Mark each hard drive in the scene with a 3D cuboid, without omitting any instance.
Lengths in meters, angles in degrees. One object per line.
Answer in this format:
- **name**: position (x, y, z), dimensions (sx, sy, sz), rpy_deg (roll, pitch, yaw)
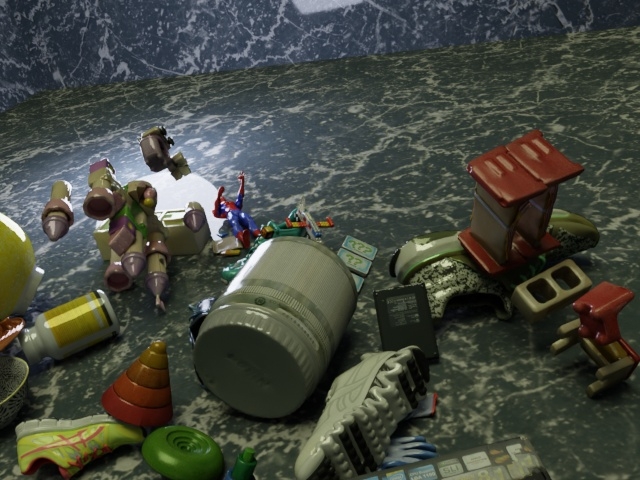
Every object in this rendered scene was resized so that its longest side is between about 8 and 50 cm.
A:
- **hard drive**: position (0.149, 0.148, 1.179), dimensions (0.094, 0.022, 0.135), rpy_deg (-10, 71, 5)

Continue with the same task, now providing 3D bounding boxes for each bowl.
- **bowl**: position (-0.728, 0.090, 1.529), dimensions (0.156, 0.289, 0.289), rpy_deg (25, 20, -22)
- **bowl**: position (-0.604, 0.296, 1.222), dimensions (0.170, 0.080, 0.170), rpy_deg (-9, 28, 5)

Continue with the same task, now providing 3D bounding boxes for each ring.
- **ring**: position (-0.731, 0.246, 1.297), dimensions (0.337, 0.032, 0.336), rpy_deg (-28, 16, 9)

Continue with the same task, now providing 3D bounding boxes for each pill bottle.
- **pill bottle**: position (-0.514, 0.181, 1.373), dimensions (0.184, 0.103, 0.103), rpy_deg (-24, 31, -23)

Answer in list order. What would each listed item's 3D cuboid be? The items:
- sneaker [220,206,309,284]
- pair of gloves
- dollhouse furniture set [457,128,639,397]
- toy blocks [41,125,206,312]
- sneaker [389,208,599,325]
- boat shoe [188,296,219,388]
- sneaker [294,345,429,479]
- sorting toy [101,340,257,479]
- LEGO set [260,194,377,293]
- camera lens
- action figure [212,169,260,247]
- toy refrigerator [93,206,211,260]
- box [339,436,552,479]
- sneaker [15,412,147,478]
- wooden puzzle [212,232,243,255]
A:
- **sneaker**: position (-0.121, 0.014, 1.520), dimensions (0.107, 0.109, 0.275), rpy_deg (16, 39, 41)
- **pair of gloves**: position (0.101, 0.291, 1.030), dimensions (0.159, 0.023, 0.198), rpy_deg (-5, 29, 13)
- **dollhouse furniture set**: position (0.388, 0.027, 1.069), dimensions (0.152, 0.201, 0.374), rpy_deg (-24, 54, -14)
- **toy blocks**: position (-0.402, -0.023, 1.457), dimensions (0.309, 0.288, 0.260), rpy_deg (-26, 40, 7)
- **sneaker**: position (0.347, 0.068, 1.274), dimensions (0.411, 0.158, 0.182), rpy_deg (-13, 60, -6)
- **boat shoe**: position (-0.201, 0.172, 1.287), dimensions (0.109, 0.089, 0.258), rpy_deg (-17, 29, -9)
- **sneaker**: position (0.049, 0.261, 0.992), dimensions (0.118, 0.110, 0.292), rpy_deg (0, 27, 40)
- **sorting toy**: position (-0.205, 0.269, 1.026), dimensions (0.127, 0.126, 0.366), rpy_deg (10, 14, -46)
- **LEGO set**: position (0.000, 0.000, 1.450), dimensions (0.244, 0.060, 0.182), rpy_deg (25, 36, 4)
- **camera lens**: position (-0.069, 0.138, 1.161), dimensions (0.220, 0.219, 0.274), rpy_deg (0, 31, 21)
- **action figure**: position (-0.211, -0.092, 1.719), dimensions (0.092, 0.138, 0.280), rpy_deg (-5, 21, -27)
- **toy refrigerator**: position (-0.429, -0.021, 1.716), dimensions (0.270, 0.094, 0.102), rpy_deg (-3, 29, 14)
- **box**: position (0.108, 0.402, 0.750), dimensions (0.395, 0.097, 0.318), rpy_deg (-13, 26, -1)
- **sneaker**: position (-0.387, 0.338, 1.089), dimensions (0.209, 0.081, 0.094), rpy_deg (-5, 58, -3)
- **wooden puzzle**: position (-0.231, 0.011, 1.669), dimensions (0.079, 0.014, 0.116), rpy_deg (-7, 29, 0)
